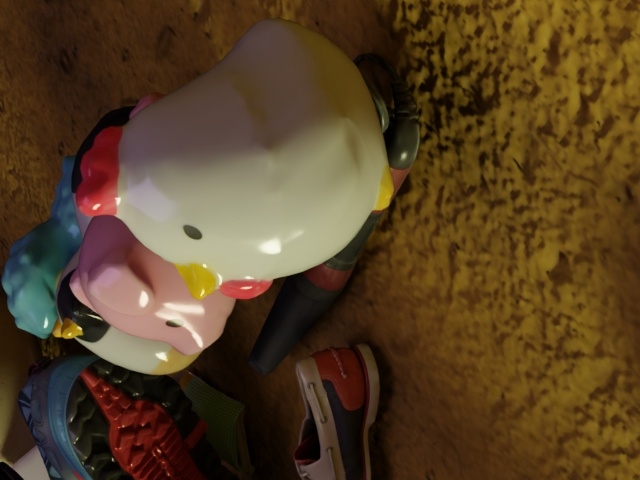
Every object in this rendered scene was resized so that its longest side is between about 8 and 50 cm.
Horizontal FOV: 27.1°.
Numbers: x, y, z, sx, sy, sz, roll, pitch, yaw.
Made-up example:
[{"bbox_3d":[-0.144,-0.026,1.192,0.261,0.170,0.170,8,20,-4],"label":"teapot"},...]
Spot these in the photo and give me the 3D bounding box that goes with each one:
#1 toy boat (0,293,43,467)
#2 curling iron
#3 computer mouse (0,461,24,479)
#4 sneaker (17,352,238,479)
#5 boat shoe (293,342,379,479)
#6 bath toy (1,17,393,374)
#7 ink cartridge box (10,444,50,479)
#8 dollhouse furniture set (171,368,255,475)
[{"bbox_3d":[-0.308,0.204,1.153,0.267,0.148,0.318,-154,60,-70],"label":"toy boat"},{"bbox_3d":[0.000,0.000,0.698,0.274,0.035,0.068,110,142,-54],"label":"curling iron"},{"bbox_3d":[-0.148,0.263,0.877,0.184,0.060,0.262,23,146,48],"label":"computer mouse"},{"bbox_3d":[-0.112,0.175,0.887,0.125,0.104,0.262,6,126,49],"label":"sneaker"},{"bbox_3d":[0.005,0.115,0.755,0.049,0.043,0.137,-122,27,-46],"label":"boat shoe"},{"bbox_3d":[-0.082,-0.007,0.673,0.348,0.129,0.151,-20,85,68],"label":"bath toy"},{"bbox_3d":[-0.168,0.213,1.034,0.198,0.067,0.115,54,-170,25],"label":"ink cartridge box"},{"bbox_3d":[-0.088,0.171,0.942,0.076,0.058,0.151,29,135,46],"label":"dollhouse furniture set"}]
